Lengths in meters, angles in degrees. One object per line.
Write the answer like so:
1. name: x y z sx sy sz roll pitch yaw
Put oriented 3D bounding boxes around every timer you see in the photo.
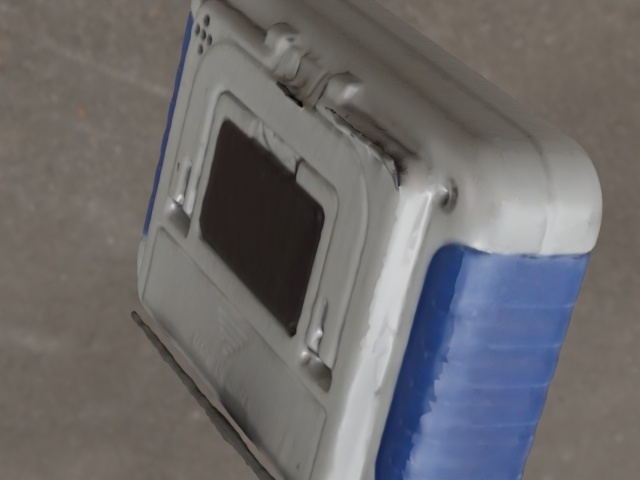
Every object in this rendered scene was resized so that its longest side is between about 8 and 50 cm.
1. timer: 0.000 0.000 0.754 0.078 0.253 0.178 1 114 -29
